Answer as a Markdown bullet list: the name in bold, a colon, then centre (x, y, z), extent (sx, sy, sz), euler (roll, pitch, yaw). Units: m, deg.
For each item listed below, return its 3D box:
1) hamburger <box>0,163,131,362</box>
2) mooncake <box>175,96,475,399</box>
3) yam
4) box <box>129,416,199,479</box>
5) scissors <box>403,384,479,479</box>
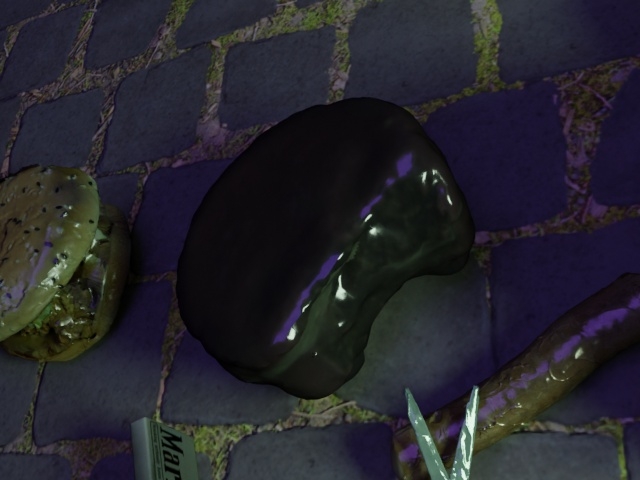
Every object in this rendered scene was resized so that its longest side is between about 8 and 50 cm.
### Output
- **hamburger**: centre (-0.460, 0.052, 1.215), extent (0.318, 0.195, 0.277), euler (-23, 53, 17)
- **mooncake**: centre (0.000, 0.000, 0.986), extent (0.381, 0.212, 0.351), euler (-39, 47, 6)
- **yam**: centre (0.229, 0.159, 0.861), extent (0.356, 0.081, 0.081), euler (-35, 52, 6)
- **box**: centre (-0.192, 0.323, 0.964), extent (0.036, 0.115, 0.177), euler (-24, 54, 12)
- **scissors**: centre (0.139, 0.279, 0.805), extent (0.144, 0.017, 0.248), euler (-3, 77, -1)
